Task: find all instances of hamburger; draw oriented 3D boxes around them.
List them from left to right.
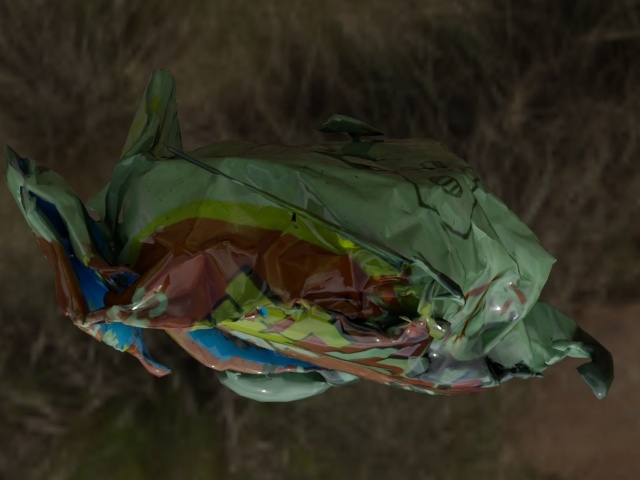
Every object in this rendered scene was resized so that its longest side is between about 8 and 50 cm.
[{"bbox_3d":[-0.001,-0.003,0.986,0.260,0.150,0.276,1,167,31],"label":"hamburger"}]
